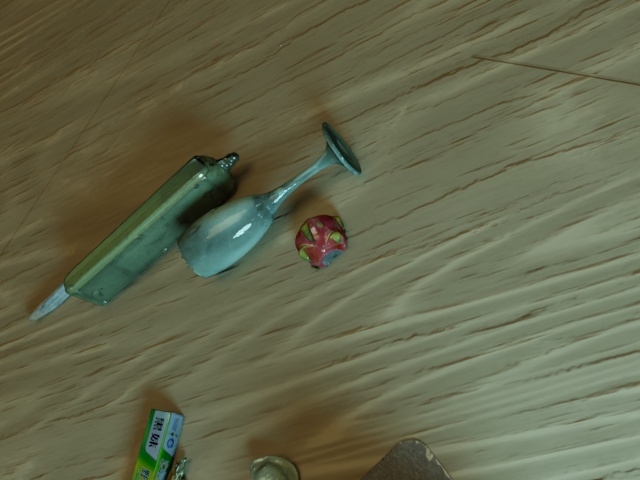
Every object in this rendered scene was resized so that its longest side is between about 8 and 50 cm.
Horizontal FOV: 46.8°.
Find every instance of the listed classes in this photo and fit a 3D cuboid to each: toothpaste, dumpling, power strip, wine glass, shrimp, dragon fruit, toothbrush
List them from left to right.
[{"bbox_3d":[-0.416,0.034,1.382,0.375,0.028,0.037,-41,48,10],"label":"toothbrush"},{"bbox_3d":[-0.258,0.352,1.135,0.043,0.037,0.178,1,70,34],"label":"toothpaste"},{"bbox_3d":[-0.288,-0.026,1.287,0.387,0.092,0.066,-39,56,11],"label":"power strip"},{"bbox_3d":[-0.212,0.381,1.104,0.059,0.023,0.108,17,79,27],"label":"shrimp"},{"bbox_3d":[-0.117,-0.122,1.217,0.309,0.096,0.264,-35,57,16],"label":"wine glass"},{"bbox_3d":[-0.060,0.329,1.019,0.059,0.043,0.077,-35,48,-12],"label":"dumpling"},{"bbox_3d":[0.000,0.000,1.115,0.083,0.060,0.056,-40,51,9],"label":"dragon fruit"}]

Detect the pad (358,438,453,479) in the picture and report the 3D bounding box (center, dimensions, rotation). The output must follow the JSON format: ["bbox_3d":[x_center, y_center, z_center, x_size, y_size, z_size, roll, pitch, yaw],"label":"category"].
[{"bbox_3d":[0.129,0.389,0.896,0.176,0.002,0.266,-45,53,7],"label":"pad"}]
